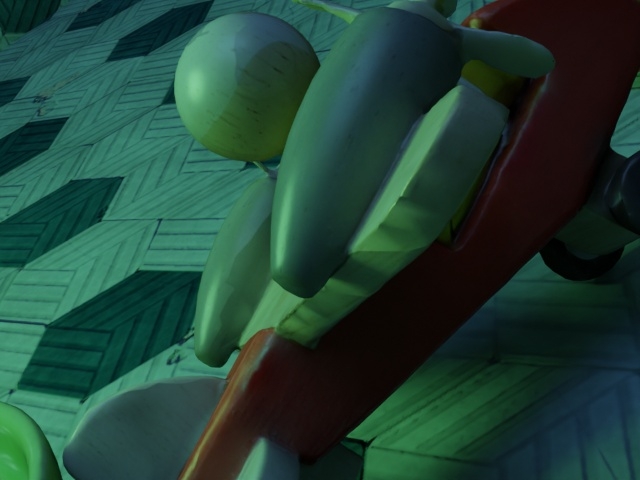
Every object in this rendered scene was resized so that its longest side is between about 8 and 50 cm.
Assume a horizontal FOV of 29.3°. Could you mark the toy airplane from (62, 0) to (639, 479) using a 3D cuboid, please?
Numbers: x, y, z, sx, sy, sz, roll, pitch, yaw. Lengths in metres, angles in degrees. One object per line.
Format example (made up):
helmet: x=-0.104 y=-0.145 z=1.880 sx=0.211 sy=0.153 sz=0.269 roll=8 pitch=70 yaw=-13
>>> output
toy airplane: x=0.000 y=0.000 z=0.700 sx=0.386 sy=0.272 sz=0.384 roll=-40 pitch=0 yaw=30

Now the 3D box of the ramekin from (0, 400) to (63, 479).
ramekin: x=-0.241 y=0.239 z=0.649 sx=0.303 sy=0.148 sz=0.303 roll=-22 pitch=26 yaw=11

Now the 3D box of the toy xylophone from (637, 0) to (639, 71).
toy xylophone: x=0.306 y=-0.233 z=1.063 sx=0.236 sy=0.081 sz=0.322 roll=-34 pitch=26 yaw=-11
